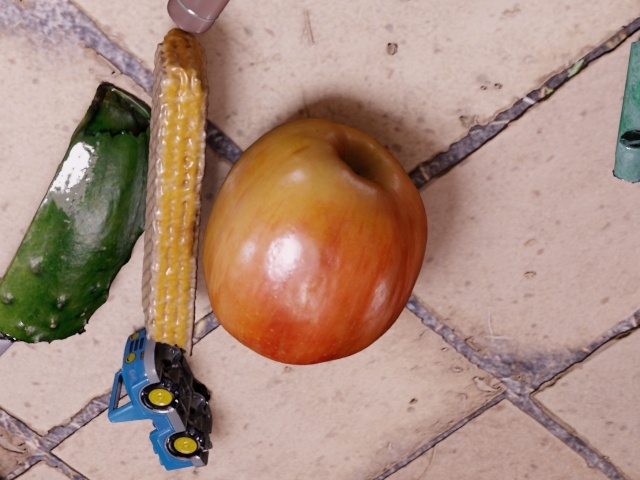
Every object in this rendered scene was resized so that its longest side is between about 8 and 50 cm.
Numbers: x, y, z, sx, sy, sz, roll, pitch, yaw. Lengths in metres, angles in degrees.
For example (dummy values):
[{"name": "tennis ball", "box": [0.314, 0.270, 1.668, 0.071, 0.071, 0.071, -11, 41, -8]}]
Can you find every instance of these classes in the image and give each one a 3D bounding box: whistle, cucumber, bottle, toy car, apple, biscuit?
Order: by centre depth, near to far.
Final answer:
[{"name": "bottle", "box": [-0.102, -0.272, 1.875, 0.053, 0.053, 0.140, 26, 124, -19]}, {"name": "whistle", "box": [0.339, -0.146, 1.976, 0.039, 0.039, 0.186, 2, 129, 0]}, {"name": "apple", "box": [0.000, 0.000, 1.977, 0.242, 0.242, 0.241, 17, 125, -12]}, {"name": "biscuit", "box": [-0.156, -0.046, 1.989, 0.054, 0.094, 0.378, -1, 128, -10]}, {"name": "cucumber", "box": [-0.263, -0.015, 2.059, 0.145, 0.105, 0.325, 21, 124, -14]}, {"name": "toy car", "box": [-0.195, 0.191, 2.221, 0.100, 0.097, 0.191, -13, 127, 12]}]

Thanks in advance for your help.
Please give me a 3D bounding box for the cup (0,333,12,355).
[{"name": "cup", "box": [-0.414, 0.105, 2.184, 0.104, 0.074, 0.116, 43, 126, -1]}]
